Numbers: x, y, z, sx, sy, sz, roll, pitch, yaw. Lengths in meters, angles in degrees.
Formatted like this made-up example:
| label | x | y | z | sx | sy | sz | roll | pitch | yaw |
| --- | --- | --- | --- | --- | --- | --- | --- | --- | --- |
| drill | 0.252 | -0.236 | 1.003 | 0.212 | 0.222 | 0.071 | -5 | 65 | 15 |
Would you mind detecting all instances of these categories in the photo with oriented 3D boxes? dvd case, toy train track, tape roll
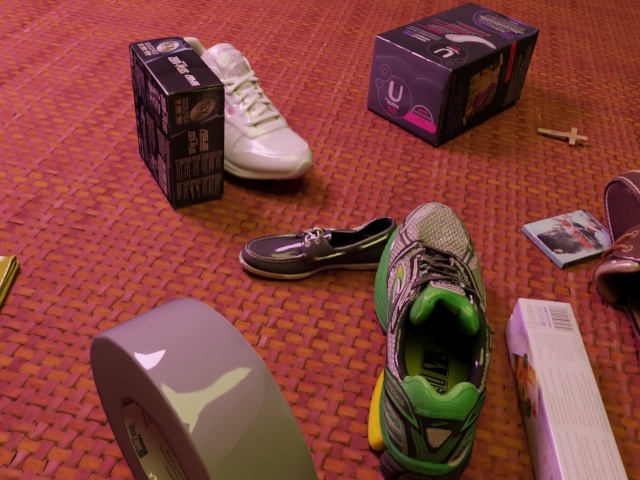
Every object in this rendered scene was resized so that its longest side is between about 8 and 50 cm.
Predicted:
| label | x | y | z | sx | sy | sz | roll | pitch | yaw |
| --- | --- | --- | --- | --- | --- | --- | --- | --- | --- |
| dvd case | 0.360 | -0.004 | 0.913 | 0.119 | 0.013 | 0.087 | -12 | 45 | -23 |
| toy train track | 0.425 | -0.183 | 1.128 | 0.083 | 0.014 | 0.048 | 15 | 48 | 16 |
| tape roll | -0.096 | 0.156 | 0.500 | 0.072 | 0.219 | 0.219 | -27 | 52 | -33 |

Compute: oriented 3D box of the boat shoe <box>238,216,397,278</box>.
| label | x | y | z | sx | sy | sz | roll | pitch | yaw |
| --- | --- | --- | --- | --- | --- | --- | --- | --- | --- |
| boat shoe | 0.000 | 0.000 | 0.810 | 0.206 | 0.065 | 0.075 | -3 | 41 | -13 |

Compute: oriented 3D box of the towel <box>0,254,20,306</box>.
| label | x | y | z | sx | sy | sz | roll | pitch | yaw |
| --- | --- | --- | --- | --- | --- | --- | --- | --- | --- |
| towel | -0.406 | 0.096 | 0.670 | 0.102 | 0.021 | 0.237 | 5 | 41 | -5 |

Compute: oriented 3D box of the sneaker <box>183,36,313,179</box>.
| label | x | y | z | sx | sy | sz | roll | pitch | yaw |
| --- | --- | --- | --- | --- | --- | --- | --- | --- | --- |
| sneaker | -0.129 | -0.195 | 0.948 | 0.305 | 0.152 | 0.114 | 37 | 47 | 27 |

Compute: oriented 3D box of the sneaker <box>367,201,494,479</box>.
| label | x | y | z | sx | sy | sz | roll | pitch | yaw |
| --- | --- | --- | --- | --- | --- | --- | --- | --- | --- |
| sneaker | 0.131 | 0.074 | 0.676 | 0.134 | 0.146 | 0.343 | 9 | 44 | -1 |

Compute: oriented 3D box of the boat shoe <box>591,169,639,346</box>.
| label | x | y | z | sx | sy | sz | roll | pitch | yaw |
| --- | --- | --- | --- | --- | --- | --- | --- | --- | --- |
| boat shoe | 0.405 | 0.036 | 0.797 | 0.123 | 0.123 | 0.342 | 2 | 49 | -3 |

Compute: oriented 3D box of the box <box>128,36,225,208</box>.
| label | x | y | z | sx | sy | sz | roll | pitch | yaw |
| --- | --- | --- | --- | --- | --- | --- | --- | --- | --- |
| box | -0.195 | -0.162 | 0.876 | 0.078 | 0.180 | 0.147 | -17 | 47 | -26 |

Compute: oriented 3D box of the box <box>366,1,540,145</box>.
| label | x | y | z | sx | sy | sz | roll | pitch | yaw |
| --- | --- | --- | --- | --- | --- | --- | --- | --- | --- |
| box | 0.234 | -0.302 | 1.131 | 0.270 | 0.143 | 0.165 | -30 | 51 | -35 |

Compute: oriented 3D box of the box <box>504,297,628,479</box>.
| label | x | y | z | sx | sy | sz | roll | pitch | yaw |
| --- | --- | --- | --- | --- | --- | --- | --- | --- | --- |
| box | 0.243 | 0.194 | 0.630 | 0.067 | 0.063 | 0.324 | 5 | 41 | -1 |
